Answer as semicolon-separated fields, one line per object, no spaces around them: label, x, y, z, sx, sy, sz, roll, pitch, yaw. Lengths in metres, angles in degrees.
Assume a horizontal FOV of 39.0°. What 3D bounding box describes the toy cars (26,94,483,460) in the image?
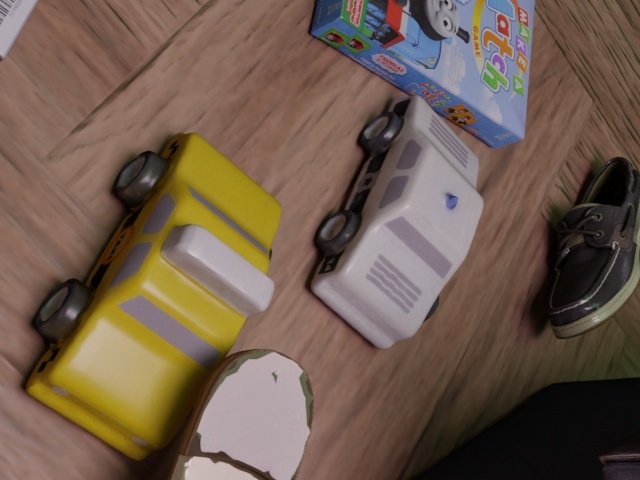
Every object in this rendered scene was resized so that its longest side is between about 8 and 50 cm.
toy cars;0.000;0.000;0.576;0.394;0.087;0.176;-17;92;-42

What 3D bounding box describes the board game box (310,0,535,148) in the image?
board game box;0.093;-0.190;0.735;0.211;0.039;0.160;25;64;-36

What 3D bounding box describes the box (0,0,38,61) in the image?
box;-0.219;-0.197;0.464;0.186;0.038;0.145;35;59;-31

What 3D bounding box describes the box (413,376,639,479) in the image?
box;0.220;0.323;0.610;0.293;0.212;0.395;-20;93;-41

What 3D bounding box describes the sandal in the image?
sandal;-0.078;0.170;0.470;0.088;0.079;0.240;30;71;-15

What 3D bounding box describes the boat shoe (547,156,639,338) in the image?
boat shoe;0.241;0.000;0.799;0.073;0.080;0.223;54;46;-11

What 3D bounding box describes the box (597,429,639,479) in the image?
box;0.314;0.266;0.499;0.318;0.097;0.395;-10;87;-44
